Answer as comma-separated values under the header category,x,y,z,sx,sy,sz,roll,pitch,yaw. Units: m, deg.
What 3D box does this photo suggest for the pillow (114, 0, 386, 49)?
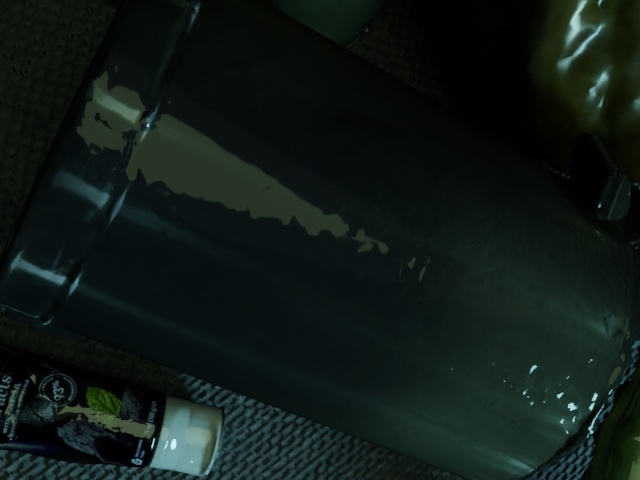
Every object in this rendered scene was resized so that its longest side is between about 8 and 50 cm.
category,x,y,z,sx,sy,sz,roll,pitch,yaw
pillow,-0.045,-0.231,0.501,0.233,0.086,0.214,7,112,-17

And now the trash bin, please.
category,x,y,z,sx,sy,sz,roll,pitch,yaw
trash bin,0.000,0.000,0.465,0.302,0.203,0.252,25,120,-17

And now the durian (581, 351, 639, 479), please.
category,x,y,z,sx,sy,sz,roll,pitch,yaw
durian,0.277,0.110,0.465,0.163,0.198,0.394,36,112,7

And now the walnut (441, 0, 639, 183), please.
category,x,y,z,sx,sy,sz,roll,pitch,yaw
walnut,0.188,-0.180,0.518,0.227,0.283,0.282,10,82,26

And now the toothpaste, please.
category,x,y,z,sx,sy,sz,roll,pitch,yaw
toothpaste,-0.158,0.103,0.490,0.194,0.045,0.071,18,81,-14
